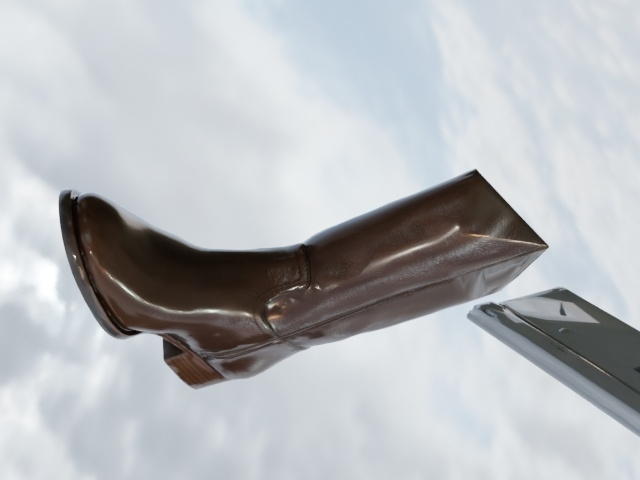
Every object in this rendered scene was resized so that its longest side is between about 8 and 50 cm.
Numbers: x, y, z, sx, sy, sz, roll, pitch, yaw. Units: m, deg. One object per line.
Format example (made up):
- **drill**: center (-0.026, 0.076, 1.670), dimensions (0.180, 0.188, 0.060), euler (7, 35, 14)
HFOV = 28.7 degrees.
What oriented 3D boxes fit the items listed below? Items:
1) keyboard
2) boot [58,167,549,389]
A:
- **keyboard**: center (0.172, 0.075, 0.660), dimensions (0.072, 0.014, 0.256), euler (-7, -159, -24)
- **boot**: center (0.000, 0.000, 0.337), dimensions (0.106, 0.114, 0.037), euler (51, -156, -61)
